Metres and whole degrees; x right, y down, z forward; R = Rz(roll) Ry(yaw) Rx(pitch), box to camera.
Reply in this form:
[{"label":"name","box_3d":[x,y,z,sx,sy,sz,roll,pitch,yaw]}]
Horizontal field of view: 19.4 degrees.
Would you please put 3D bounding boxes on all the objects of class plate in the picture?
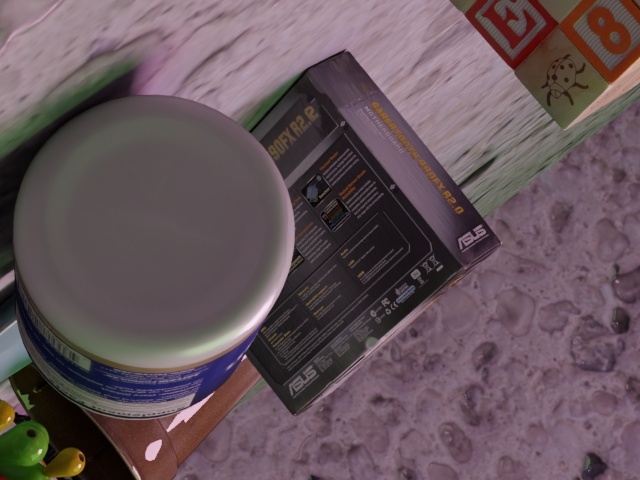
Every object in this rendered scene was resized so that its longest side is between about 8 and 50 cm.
[{"label":"plate","box_3d":[-0.204,0.054,1.355,0.188,0.024,0.188,-38,174,-5]}]

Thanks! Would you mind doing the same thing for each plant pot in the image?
[{"label":"plant pot","box_3d":[-0.137,0.108,1.517,0.165,0.167,0.167,-41,175,-22]}]

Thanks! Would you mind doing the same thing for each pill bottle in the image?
[{"label":"pill bottle","box_3d":[-0.107,0.023,1.117,0.153,0.153,0.265,-37,174,-16]}]

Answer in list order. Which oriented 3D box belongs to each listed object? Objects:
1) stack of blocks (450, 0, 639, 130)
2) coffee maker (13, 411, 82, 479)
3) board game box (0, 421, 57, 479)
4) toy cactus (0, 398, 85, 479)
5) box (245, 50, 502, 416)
[{"label":"stack of blocks","box_3d":[0.175,-0.216,0.938,0.087,0.171,0.297,-31,169,-48]},{"label":"coffee maker","box_3d":[-0.234,0.219,1.815,0.178,0.120,0.171,-61,165,-68]},{"label":"board game box","box_3d":[-0.353,0.302,1.709,0.144,0.142,0.275,-31,170,-48]},{"label":"toy cactus","box_3d":[-0.282,0.171,1.367,0.180,0.112,0.219,-9,-174,-34]},{"label":"box","box_3d":[0.000,0.000,1.404,0.056,0.183,0.231,-29,168,-48]}]
